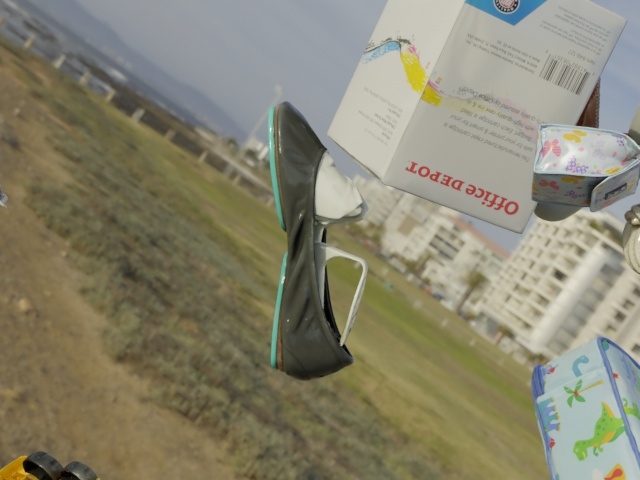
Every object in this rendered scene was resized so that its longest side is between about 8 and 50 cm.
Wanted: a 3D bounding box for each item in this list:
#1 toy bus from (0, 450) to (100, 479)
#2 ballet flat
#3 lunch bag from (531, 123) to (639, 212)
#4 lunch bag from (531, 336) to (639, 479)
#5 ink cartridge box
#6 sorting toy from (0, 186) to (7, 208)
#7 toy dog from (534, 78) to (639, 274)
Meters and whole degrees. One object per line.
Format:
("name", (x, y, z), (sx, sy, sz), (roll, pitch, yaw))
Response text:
("toy bus", (-0.391, 0.441, 1.613), (0.220, 0.149, 0.211), (0, -57, 42))
("ballet flat", (0.000, 0.000, 1.095), (0.096, 0.280, 0.095), (0, 5, 10))
("lunch bag", (0.210, -0.055, 0.861), (0.083, 0.053, 0.071), (6, -17, 10))
("lunch bag", (0.260, 0.205, 0.904), (0.176, 0.090, 0.219), (36, 33, -38))
("ink cartridge box", (0.146, -0.156, 1.082), (0.171, 0.232, 0.168), (20, 13, -25))
("sorting toy", (-0.364, -0.067, 1.190), (0.075, 0.045, 0.083), (30, -42, 46))
("toy dog", (0.359, -0.142, 1.153), (0.220, 0.333, 0.161), (40, 6, 34))
